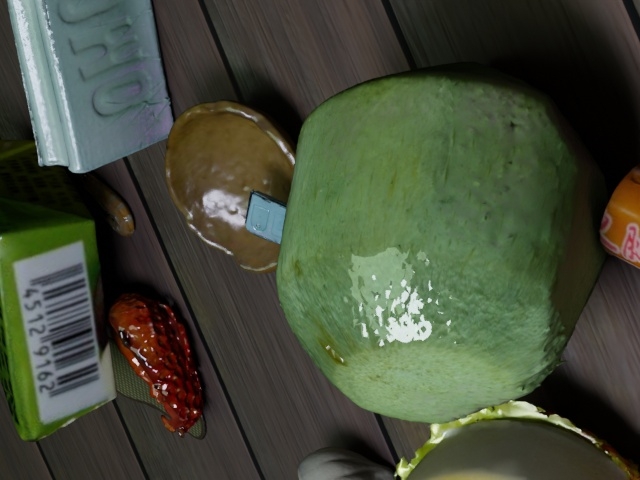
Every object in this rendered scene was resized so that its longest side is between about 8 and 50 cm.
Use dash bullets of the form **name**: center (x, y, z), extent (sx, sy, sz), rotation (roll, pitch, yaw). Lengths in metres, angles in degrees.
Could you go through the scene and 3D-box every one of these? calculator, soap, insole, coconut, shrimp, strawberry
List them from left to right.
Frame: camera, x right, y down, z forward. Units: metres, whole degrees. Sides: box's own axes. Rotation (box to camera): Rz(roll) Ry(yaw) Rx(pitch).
- **soap**: center (-0.257, -0.219, 1.987), extent (0.094, 0.150, 0.261), rotation (14, 123, 41)
- **shrimp**: center (-0.267, -0.043, 2.223), extent (0.108, 0.023, 0.059), rotation (44, 149, 27)
- **insole**: center (-0.231, 0.189, 2.336), extent (0.253, 0.005, 0.086), rotation (26, 131, 41)
- **strawberry**: center (-0.196, 0.146, 2.212), extent (0.188, 0.082, 0.121), rotation (58, 166, -7)
- **calculator**: center (0.000, 0.000, 1.856), extent (0.172, 0.018, 0.057), rotation (24, 134, 15)
- **coconut**: center (0.108, -0.015, 1.541), extent (0.281, 0.328, 0.328), rotation (12, 132, -1)

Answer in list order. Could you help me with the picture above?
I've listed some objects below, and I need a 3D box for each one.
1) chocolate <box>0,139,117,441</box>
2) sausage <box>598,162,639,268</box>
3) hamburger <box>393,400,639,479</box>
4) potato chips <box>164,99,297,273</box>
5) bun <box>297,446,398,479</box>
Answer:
- **chocolate**: center (-0.361, 0.047, 2.239), extent (0.289, 0.137, 0.300), rotation (-129, 32, -55)
- **sausage**: center (0.365, 0.033, 1.388), extent (0.312, 0.093, 0.093), rotation (31, 134, 38)
- **hamburger**: center (0.189, 0.296, 1.672), extent (0.276, 0.179, 0.294), rotation (18, 110, 18)
- **potato chips**: center (-0.076, -0.065, 1.914), extent (0.195, 0.062, 0.208), rotation (-9, 118, 38)
- **bun**: center (0.042, 0.281, 1.968), extent (0.138, 0.094, 0.138), rotation (57, -177, -5)
